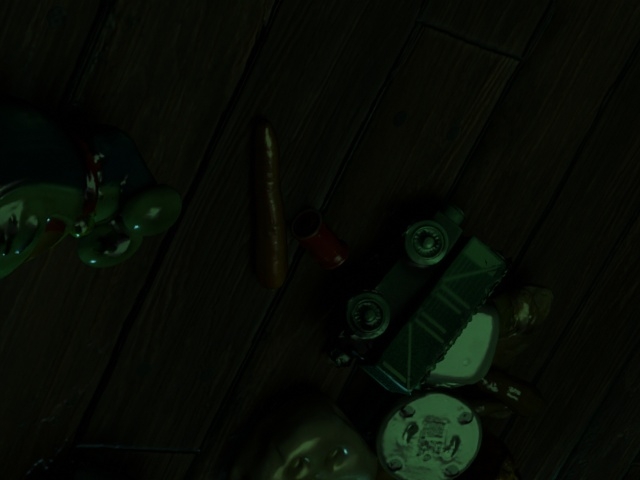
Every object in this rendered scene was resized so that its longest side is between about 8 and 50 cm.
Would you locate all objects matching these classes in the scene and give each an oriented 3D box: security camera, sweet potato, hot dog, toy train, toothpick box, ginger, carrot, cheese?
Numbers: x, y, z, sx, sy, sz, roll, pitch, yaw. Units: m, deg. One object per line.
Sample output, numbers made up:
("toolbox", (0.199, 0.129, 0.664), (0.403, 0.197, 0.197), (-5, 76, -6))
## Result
("security camera", (0.164, 0.209, 1.852), (0.157, 0.080, 0.301), (7, 105, -12))
("sweet potato", (0.167, 0.250, 1.940), (0.250, 0.069, 0.059), (-2, 110, -28))
("hot dog", (0.227, 0.393, 1.970), (0.257, 0.153, 0.150), (-41, 145, -57))
("toy train", (0.125, 0.076, 1.709), (0.154, 0.115, 0.269), (40, 77, -4))
("toothpick box", (0.000, 0.000, 1.651), (0.047, 0.047, 0.083), (-43, 137, -2))
("sweet potato", (0.291, 0.230, 1.938), (0.053, 0.054, 0.182), (-33, 140, 22))
("ginger", (0.282, 0.170, 1.968), (0.131, 0.086, 0.294), (-30, 143, -28))
("carrot", (-0.063, -0.040, 1.580), (0.043, 0.043, 0.247), (-19, 130, -24))
("cheese", (-0.032, 0.321, 1.818), (0.218, 0.117, 0.235), (-22, 133, -20))

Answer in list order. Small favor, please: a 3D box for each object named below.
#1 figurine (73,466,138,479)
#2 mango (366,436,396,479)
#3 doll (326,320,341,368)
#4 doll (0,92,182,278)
("figurine", (-0.352, 0.418, 1.632), (0.382, 0.205, 0.224), (-20, 138, 3))
("mango", (0.099, 0.350, 1.956), (0.098, 0.075, 0.190), (-41, 150, -2))
("doll", (0.037, 0.151, 1.787), (0.061, 0.051, 0.093), (-34, 137, -20))
("doll", (-0.309, -0.052, 1.294), (0.198, 0.186, 0.322), (-33, 164, 33))
